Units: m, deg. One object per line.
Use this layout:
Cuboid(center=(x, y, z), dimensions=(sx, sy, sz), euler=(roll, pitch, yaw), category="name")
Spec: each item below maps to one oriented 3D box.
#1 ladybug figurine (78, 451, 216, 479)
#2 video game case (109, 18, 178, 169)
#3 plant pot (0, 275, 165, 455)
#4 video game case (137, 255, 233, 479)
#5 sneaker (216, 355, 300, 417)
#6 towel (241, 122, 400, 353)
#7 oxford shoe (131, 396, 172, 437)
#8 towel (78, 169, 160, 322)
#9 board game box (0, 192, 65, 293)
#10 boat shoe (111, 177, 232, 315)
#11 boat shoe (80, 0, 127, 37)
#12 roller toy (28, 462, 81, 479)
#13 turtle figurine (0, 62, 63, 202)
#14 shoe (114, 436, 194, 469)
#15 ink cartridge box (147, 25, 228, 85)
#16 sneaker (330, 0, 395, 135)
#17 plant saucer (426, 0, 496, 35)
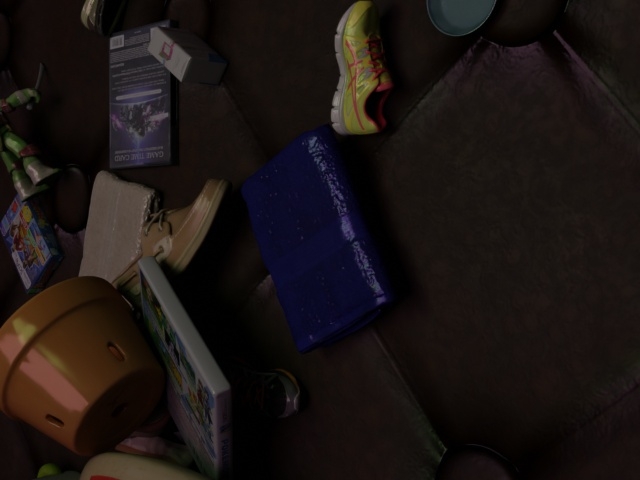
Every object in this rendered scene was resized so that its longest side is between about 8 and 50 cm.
Cuboid(center=(-0.243, 0.496, 1.503), dimensions=(0.449, 0.162, 0.305), euler=(3, 136, 34), category="ladybug figurine")
Cuboid(center=(-0.349, -0.280, 1.768), dimensions=(0.196, 0.026, 0.274), euler=(0, 92, 42), category="video game case")
Cuboid(center=(-0.413, 0.238, 1.586), dimensions=(0.203, 0.291, 0.291), euler=(39, 116, 24), category="plant pot")
Cuboid(center=(-0.231, 0.236, 1.545), dimensions=(0.329, 0.036, 0.300), euler=(52, 150, 40), category="video game case")
Cuboid(center=(-0.122, 0.253, 1.532), dimensions=(0.215, 0.083, 0.084), euler=(9, 95, 40), category="sneaker")
Cuboid(center=(0.000, 0.000, 1.423), dimensions=(0.227, 0.076, 0.308), euler=(-34, 71, 40), category="towel")
Cuboid(center=(-0.433, 0.320, 1.808), dimensions=(0.397, 0.140, 0.146), euler=(15, 132, 36), category="oxford shoe")
Cuboid(center=(-0.403, 0.015, 1.805), dimensions=(0.187, 0.049, 0.282), euler=(20, 102, 39), category="towel")
Cuboid(center=(-0.656, 0.001, 2.038), dimensions=(0.136, 0.035, 0.201), euler=(-48, 61, 31), category="board game box")
Cuboid(center=(-0.273, 0.004, 1.615), dimensions=(0.110, 0.122, 0.341), euler=(35, 121, -6), category="boat shoe")
Cuboid(center=(-0.400, -0.506, 1.782), dimensions=(0.073, 0.080, 0.223), euler=(39, 114, 21), category="boat shoe")
Cuboid(center=(-0.560, 0.588, 1.884), dimensions=(0.209, 0.146, 0.191), euler=(19, 103, 40), category="roller toy")
Cuboid(center=(-0.652, -0.240, 1.989), dimensions=(0.198, 0.274, 0.266), euler=(-32, 89, 14), category="turtle figurine")
Cuboid(center=(-0.313, 0.410, 1.728), dimensions=(0.219, 0.058, 0.076), euler=(-1, 131, 45), category="shoe")
Cuboid(center=(-0.240, -0.333, 1.626), dimensions=(0.122, 0.088, 0.052), euler=(46, 122, 32), category="ink cartridge box")
Cuboid(center=(0.076, -0.256, 1.357), dimensions=(0.094, 0.081, 0.208), euler=(18, 113, 40), category="sneaker")
Cuboid(center=(0.204, -0.347, 1.274), dimensions=(0.119, 0.021, 0.119), euler=(1, 91, 43), category="plant saucer")
